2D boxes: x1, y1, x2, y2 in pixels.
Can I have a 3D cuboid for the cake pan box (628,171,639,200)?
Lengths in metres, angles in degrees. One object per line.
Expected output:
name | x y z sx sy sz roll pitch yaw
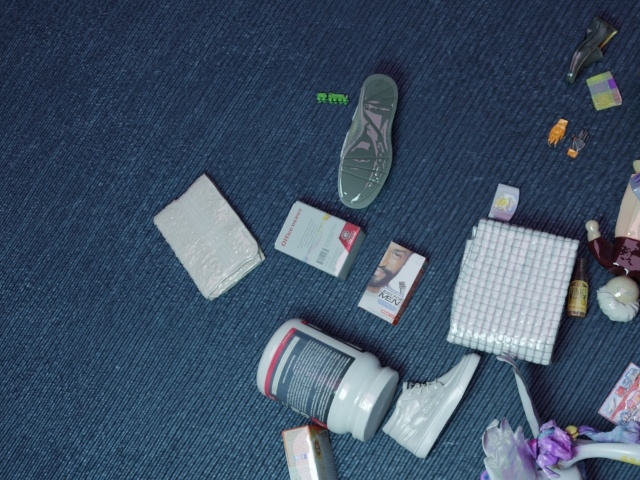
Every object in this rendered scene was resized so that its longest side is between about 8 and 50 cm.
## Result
cake pan box | 0.783 -0.089 1.692 0.267 0.070 0.246 -38 105 26

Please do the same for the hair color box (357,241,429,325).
hair color box | 0.167 0.099 1.963 0.093 0.053 0.167 26 85 20

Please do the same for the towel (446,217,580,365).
towel | 0.415 0.111 1.857 0.235 0.121 0.284 12 84 20

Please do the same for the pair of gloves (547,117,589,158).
pair of gloves | 0.560 -0.232 1.943 0.083 0.010 0.074 30 87 19

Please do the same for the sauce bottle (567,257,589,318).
sauce bottle | 0.557 0.103 1.855 0.042 0.042 0.128 3 79 17

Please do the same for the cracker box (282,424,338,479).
cracker box | -0.012 0.522 1.868 0.067 0.155 0.232 -16 74 12

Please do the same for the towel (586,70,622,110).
towel | 0.641 -0.337 1.943 0.060 0.009 0.083 -18 73 12

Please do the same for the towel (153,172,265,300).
towel | -0.277 -0.008 2.117 0.187 0.049 0.282 -40 71 4

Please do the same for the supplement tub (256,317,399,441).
supplement tub | 0.014 0.305 1.889 0.272 0.191 0.191 25 86 20

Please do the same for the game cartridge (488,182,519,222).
game cartridge | 0.420 -0.085 1.949 0.056 0.017 0.083 17 84 15

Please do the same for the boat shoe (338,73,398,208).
boat shoe | 0.112 -0.230 2.036 0.118 0.103 0.321 10 86 -2

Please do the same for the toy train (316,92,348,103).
toy train | 0.031 -0.352 2.119 0.083 0.017 0.024 6 69 17

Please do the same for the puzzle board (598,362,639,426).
puzzle board | 0.656 0.334 1.793 0.096 0.011 0.128 34 90 20

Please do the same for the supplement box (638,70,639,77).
supplement box | 0.855 -0.314 1.733 0.356 0.194 0.195 -18 94 18

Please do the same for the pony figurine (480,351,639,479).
pony figurine | 0.459 0.428 1.688 0.363 0.303 0.351 -3 117 28

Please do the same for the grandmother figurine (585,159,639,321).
grandmother figurine | 0.662 0.006 1.817 0.207 0.104 0.343 15 80 23

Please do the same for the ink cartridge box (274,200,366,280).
ink cartridge box | 0.000 0.000 2.021 0.175 0.072 0.128 24 86 19

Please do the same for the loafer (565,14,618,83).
loafer | 0.612 -0.426 1.945 0.061 0.062 0.170 29 89 15

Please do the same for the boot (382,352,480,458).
boot | 0.237 0.335 1.868 0.123 0.095 0.258 31 89 13
